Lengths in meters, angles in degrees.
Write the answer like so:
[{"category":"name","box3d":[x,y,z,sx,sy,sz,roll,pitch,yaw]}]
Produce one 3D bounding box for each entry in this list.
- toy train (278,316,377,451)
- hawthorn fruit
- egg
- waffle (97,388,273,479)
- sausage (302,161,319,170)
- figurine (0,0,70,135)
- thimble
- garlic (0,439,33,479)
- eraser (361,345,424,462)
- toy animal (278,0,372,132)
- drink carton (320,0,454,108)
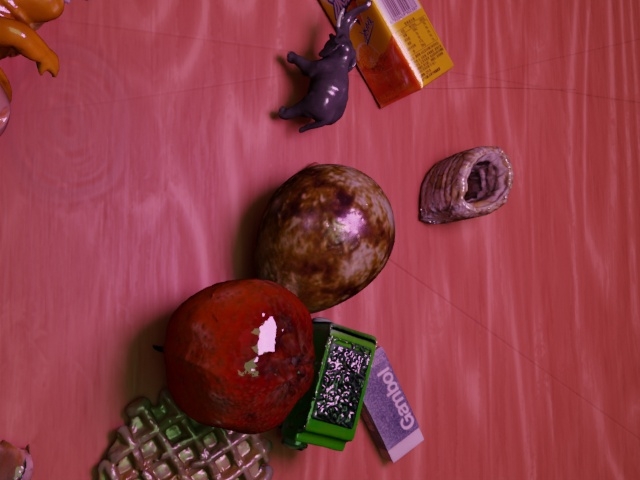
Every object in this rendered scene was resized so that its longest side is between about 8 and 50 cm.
[{"category":"toy train","box3d":[-0.001,0.258,1.251,0.132,0.188,0.243,21,77,-23]},{"category":"hawthorn fruit","box3d":[-0.162,0.181,1.137,0.254,0.300,0.254,1,90,-66]},{"category":"egg","box3d":[0.000,0.000,1.252,0.238,0.238,0.289,43,82,-17]},{"category":"waffle","box3d":[-0.225,0.409,1.195,0.309,0.056,0.292,22,76,-22]},{"category":"sausage","box3d":[-0.028,-0.121,1.361,0.083,0.034,0.034,-39,102,-24]},{"category":"figurine","box3d":[-0.545,-0.302,1.003,0.387,0.401,0.268,-47,143,-16]},{"category":"thimble","box3d":[0.301,-0.110,1.467,0.190,0.143,0.137,-40,103,-24]},{"category":"garlic","box3d":[-0.500,0.372,1.060,0.084,0.066,0.152,40,64,12]},{"category":"eraser","box3d":[0.122,0.323,1.385,0.091,0.046,0.213,-28,98,-26]},{"category":"toy animal","box3d":[0.006,-0.332,1.334,0.082,0.137,0.270,23,82,-56]},{"category":"drink carton","box3d":[0.107,-0.457,1.397,0.111,0.154,0.351,-38,102,-28]}]
